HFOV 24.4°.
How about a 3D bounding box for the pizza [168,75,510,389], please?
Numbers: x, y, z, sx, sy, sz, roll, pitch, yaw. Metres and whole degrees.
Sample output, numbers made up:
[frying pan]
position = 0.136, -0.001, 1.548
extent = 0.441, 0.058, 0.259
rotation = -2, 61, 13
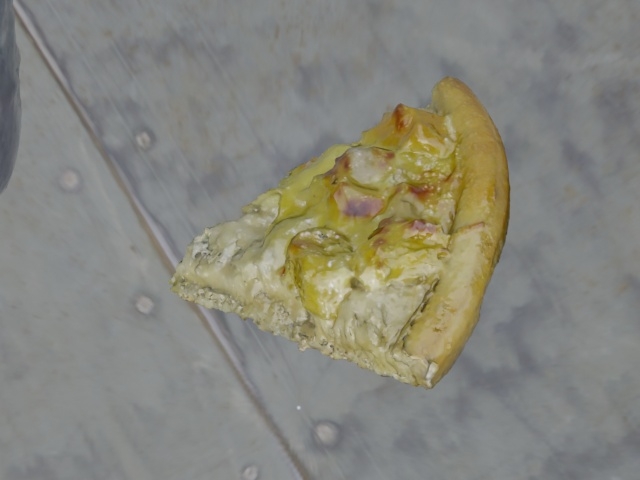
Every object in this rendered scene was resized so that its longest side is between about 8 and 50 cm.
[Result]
[pizza]
position = 0.000, 0.000, 0.415
extent = 0.108, 0.123, 0.026
rotation = -15, 126, 21

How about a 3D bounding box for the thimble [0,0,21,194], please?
[thimble]
position = -0.205, -0.081, 0.439
extent = 0.205, 0.172, 0.236
rotation = 28, 41, 35
